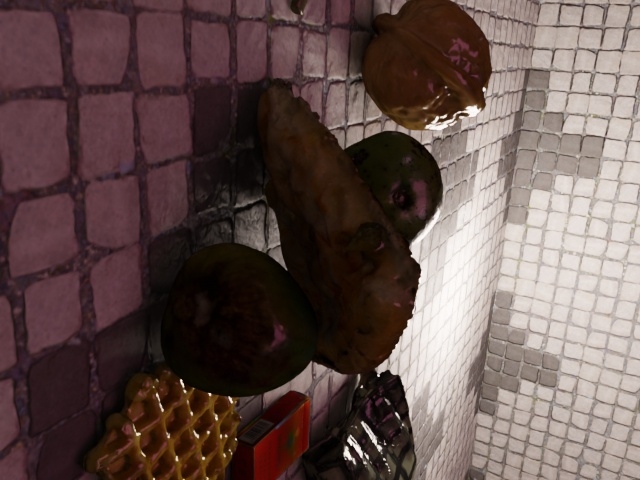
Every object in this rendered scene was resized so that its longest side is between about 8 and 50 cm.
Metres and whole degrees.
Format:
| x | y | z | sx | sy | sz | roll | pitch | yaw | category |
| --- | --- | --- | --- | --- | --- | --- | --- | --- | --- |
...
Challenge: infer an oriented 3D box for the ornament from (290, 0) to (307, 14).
| x | y | z | sx | sy | sz | roll | pitch | yaw | category |
| --- | --- | --- | --- | --- | --- | --- | --- | --- | --- |
| 0.002 | -0.444 | 0.812 | 0.230 | 0.061 | 0.244 | 37 | 72 | -63 | ornament |

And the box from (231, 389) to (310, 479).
| x | y | z | sx | sy | sz | roll | pitch | yaw | category |
| --- | --- | --- | --- | --- | --- | --- | --- | --- | --- |
| -0.082 | 0.346 | 0.999 | 0.175 | 0.048 | 0.112 | -24 | 120 | -57 | box |

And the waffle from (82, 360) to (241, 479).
| x | y | z | sx | sy | sz | roll | pitch | yaw | category |
| --- | --- | --- | --- | --- | --- | --- | --- | --- | --- |
| -0.193 | 0.281 | 0.757 | 0.291 | 0.051 | 0.291 | -32 | 127 | -56 | waffle |

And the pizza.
| x | y | z | sx | sy | sz | roll | pitch | yaw | category |
| --- | --- | --- | --- | --- | --- | --- | --- | --- | --- |
| 0.010 | 0.031 | 0.757 | 0.080 | 0.392 | 0.434 | -18 | 117 | -16 | pizza |

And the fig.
| x | y | z | sx | sy | sz | roll | pitch | yaw | category |
| --- | --- | --- | --- | --- | --- | --- | --- | --- | --- |
| -0.091 | 0.102 | 0.715 | 0.191 | 0.181 | 0.181 | 32 | 70 | -33 | fig |

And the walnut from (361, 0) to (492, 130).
| x | y | z | sx | sy | sz | roll | pitch | yaw | category |
| --- | --- | --- | --- | --- | --- | --- | --- | --- | --- |
| 0.191 | -0.316 | 1.062 | 0.224 | 0.257 | 0.257 | -48 | 156 | 13 | walnut |

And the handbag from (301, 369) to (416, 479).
| x | y | z | sx | sy | sz | roll | pitch | yaw | category |
| --- | --- | --- | --- | --- | --- | --- | --- | --- | --- |
| 0.097 | 0.491 | 1.299 | 0.325 | 0.163 | 0.327 | -48 | 133 | -50 | handbag |

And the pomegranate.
| x | y | z | sx | sy | sz | roll | pitch | yaw | category |
| --- | --- | --- | --- | --- | --- | --- | --- | --- | --- |
| 0.106 | -0.084 | 1.062 | 0.248 | 0.214 | 0.214 | -168 | -90 | -80 | pomegranate |
